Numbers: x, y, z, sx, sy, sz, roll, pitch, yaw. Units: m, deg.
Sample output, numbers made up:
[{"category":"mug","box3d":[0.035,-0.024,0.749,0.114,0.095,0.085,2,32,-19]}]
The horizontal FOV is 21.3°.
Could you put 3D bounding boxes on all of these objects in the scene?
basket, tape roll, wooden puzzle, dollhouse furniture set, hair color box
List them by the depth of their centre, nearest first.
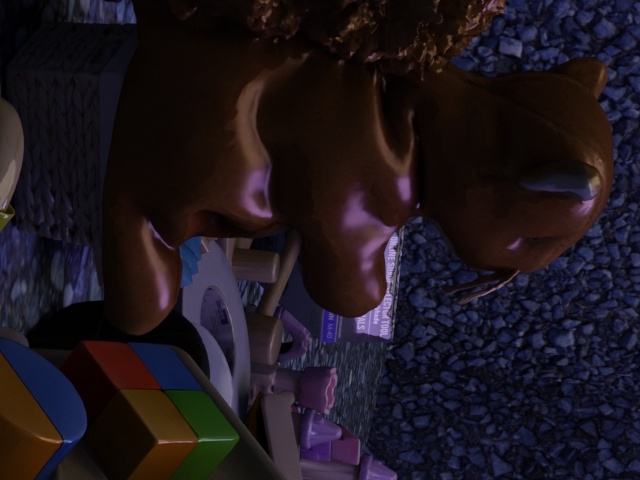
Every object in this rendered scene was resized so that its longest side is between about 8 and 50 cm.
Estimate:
[{"category":"wooden puzzle","box3d":[-0.118,0.168,1.060,0.348,0.322,0.080,2,131,-54]},{"category":"basket","box3d":[-0.190,-0.087,1.391,0.113,0.103,0.167,-69,163,-58]},{"category":"tape roll","box3d":[-0.141,0.108,1.812,0.219,0.072,0.219,-8,90,-77]},{"category":"dollhouse furniture set","box3d":[-0.102,0.328,1.853,0.197,0.151,0.301,128,-44,-57]},{"category":"hair color box","box3d":[0.000,0.000,2.270,0.339,0.110,0.185,-145,-122,-65]}]

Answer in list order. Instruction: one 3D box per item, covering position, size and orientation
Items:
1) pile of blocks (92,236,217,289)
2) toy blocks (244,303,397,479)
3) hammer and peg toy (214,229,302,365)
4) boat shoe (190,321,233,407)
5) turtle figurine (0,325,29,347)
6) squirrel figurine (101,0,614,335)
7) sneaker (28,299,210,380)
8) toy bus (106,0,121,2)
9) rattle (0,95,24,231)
[{"category":"pile of blocks","box3d":[-0.117,-0.040,1.613,0.362,0.113,0.149,-80,148,-63]},{"category":"toy blocks","box3d":[-0.015,0.284,2.353,0.309,0.260,0.288,-66,161,-63]},{"category":"hammer and peg toy","box3d":[-0.094,-0.053,1.995,0.266,0.127,0.361,-72,167,-59]},{"category":"boat shoe","box3d":[-0.136,0.204,1.684,0.084,0.095,0.258,9,-75,61]},{"category":"turtle figurine","box3d":[-0.263,0.200,1.154,0.198,0.275,0.266,53,15,-41]},{"category":"squirrel figurine","box3d":[0.045,-0.122,1.309,0.281,0.370,0.397,-66,161,-58]},{"category":"sneaker","box3d":[-0.173,0.256,1.425,0.447,0.169,0.257,-103,-166,-56]},{"category":"toy bus","box3d":[-0.157,-0.284,1.441,0.333,0.108,0.130,20,76,-81]},{"category":"rattle","box3d":[-0.272,-0.080,1.101,0.130,0.143,0.199,-44,-137,49]}]
